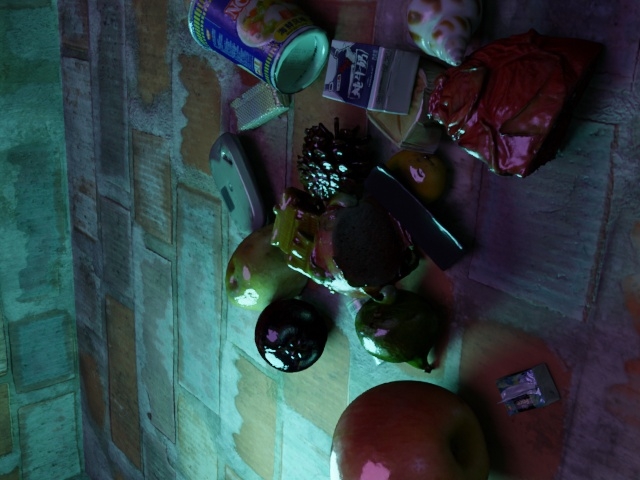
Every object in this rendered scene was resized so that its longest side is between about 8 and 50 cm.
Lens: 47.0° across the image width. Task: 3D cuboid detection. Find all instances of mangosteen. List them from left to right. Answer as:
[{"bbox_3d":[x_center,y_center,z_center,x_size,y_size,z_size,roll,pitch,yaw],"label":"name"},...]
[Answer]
[{"bbox_3d":[-0.089,0.262,2.116,0.216,0.216,0.216,17,113,47],"label":"mangosteen"}]

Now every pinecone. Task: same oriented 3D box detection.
[{"bbox_3d":[0.040,-0.199,1.843,0.229,0.203,0.201,136,140,-68],"label":"pinecone"}]

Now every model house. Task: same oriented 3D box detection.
[{"bbox_3d":[-0.001,-0.001,1.935,0.229,0.220,0.199,39,117,38],"label":"model house"}]

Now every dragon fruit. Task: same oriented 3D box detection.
[{"bbox_3d":[0.103,0.024,1.772,0.130,0.269,0.295,-44,57,60],"label":"dragon fruit"},{"bbox_3d":[0.343,-0.240,1.431,0.330,0.302,0.240,15,145,39],"label":"dragon fruit"}]

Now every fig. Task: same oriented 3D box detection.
[{"bbox_3d":[0.196,0.245,1.786,0.203,0.203,0.235,14,132,48],"label":"fig"}]

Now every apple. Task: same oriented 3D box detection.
[{"bbox_3d":[0.211,0.506,1.699,0.364,0.364,0.363,17,113,47],"label":"apple"}]

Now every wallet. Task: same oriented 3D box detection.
[{"bbox_3d":[0.213,-0.055,1.689,0.285,0.030,0.146,46,161,5],"label":"wallet"}]

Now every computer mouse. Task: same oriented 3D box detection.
[{"bbox_3d":[-0.244,-0.175,2.267,0.197,0.095,0.330,-31,80,60],"label":"computer mouse"}]

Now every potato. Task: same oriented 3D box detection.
[{"bbox_3d":[-0.173,0.093,2.163,0.242,0.243,0.285,54,133,27],"label":"potato"}]

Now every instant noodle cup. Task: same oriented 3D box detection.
[{"bbox_3d":[-0.146,-0.545,1.935,0.312,0.284,0.284,43,130,25],"label":"instant noodle cup"}]

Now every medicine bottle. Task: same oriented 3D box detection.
[{"bbox_3d":[0.143,0.226,1.909,0.086,0.086,0.183,-43,66,47],"label":"medicine bottle"}]

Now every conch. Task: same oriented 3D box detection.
[{"bbox_3d":[0.253,-0.457,1.503,0.149,0.274,0.182,14,144,10],"label":"conch"}]

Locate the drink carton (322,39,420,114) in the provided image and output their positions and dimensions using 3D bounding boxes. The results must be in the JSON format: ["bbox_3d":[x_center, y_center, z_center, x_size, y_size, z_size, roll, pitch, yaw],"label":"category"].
[{"bbox_3d":[0.106,-0.363,1.619,0.222,0.102,0.134,33,118,56],"label":"drink carton"}]

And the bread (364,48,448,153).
[{"bbox_3d":[0.209,-0.316,1.646,0.210,0.110,0.192,50,131,47],"label":"bread"}]

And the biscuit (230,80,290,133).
[{"bbox_3d":[-0.179,-0.400,2.152,0.239,0.062,0.108,-18,84,50],"label":"biscuit"}]

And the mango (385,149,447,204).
[{"bbox_3d":[0.213,-0.145,1.715,0.195,0.098,0.137,-16,100,59],"label":"mango"}]

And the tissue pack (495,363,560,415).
[{"bbox_3d":[0.437,0.325,1.583,0.111,0.079,0.085,-35,73,49],"label":"tissue pack"}]
